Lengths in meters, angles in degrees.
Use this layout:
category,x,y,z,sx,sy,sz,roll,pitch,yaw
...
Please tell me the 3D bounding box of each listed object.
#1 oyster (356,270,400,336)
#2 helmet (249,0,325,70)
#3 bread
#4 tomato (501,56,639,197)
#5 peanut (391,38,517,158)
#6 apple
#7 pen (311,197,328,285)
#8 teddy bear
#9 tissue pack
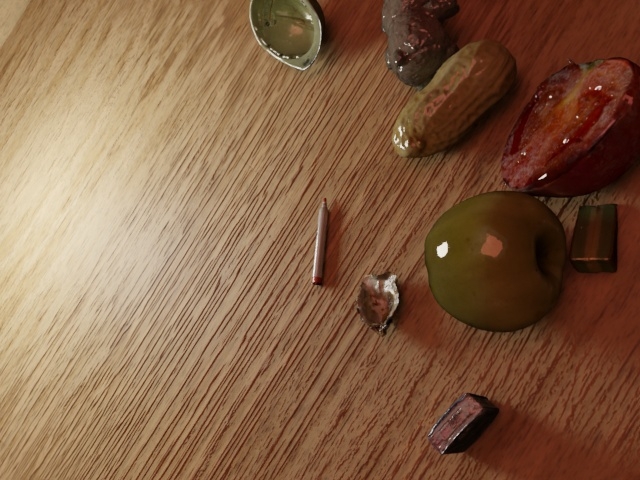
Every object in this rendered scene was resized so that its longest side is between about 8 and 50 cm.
category,x,y,z,sx,sy,sz,roll,pitch,yaw
oyster,0.127,0.138,1.358,0.103,0.051,0.148,-9,52,31
helmet,-0.054,-0.579,1.688,0.257,0.137,0.204,43,134,19
bread,0.506,-0.016,1.171,0.074,0.084,0.139,0,71,32
tomato,0.500,-0.186,1.190,0.309,0.170,0.309,-55,19,29
peanut,0.282,-0.299,1.378,0.313,0.152,0.152,-48,55,13
apple,0.318,0.036,1.167,0.262,0.262,0.262,-11,67,27
pen,0.001,0.000,1.501,0.026,0.026,0.218,-5,70,29
teddy bear,0.222,-0.485,1.475,0.236,0.151,0.267,-41,41,44
tissue pack,0.260,0.331,1.143,0.051,0.156,0.112,42,95,30
